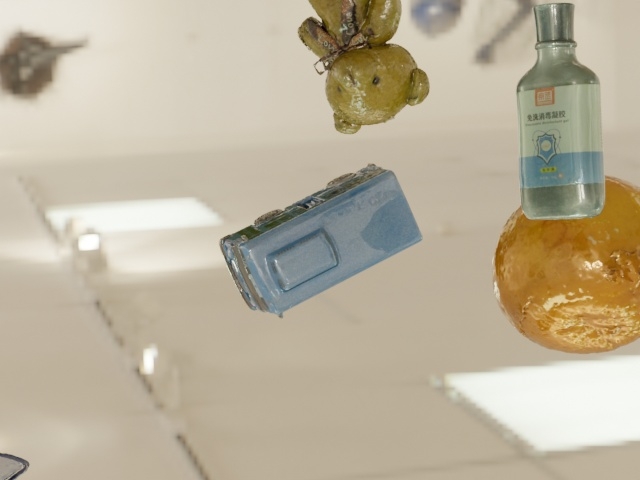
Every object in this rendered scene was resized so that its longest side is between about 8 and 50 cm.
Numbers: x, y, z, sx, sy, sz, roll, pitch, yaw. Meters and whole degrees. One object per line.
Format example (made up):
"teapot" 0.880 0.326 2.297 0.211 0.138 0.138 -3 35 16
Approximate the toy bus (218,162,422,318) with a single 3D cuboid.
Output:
"toy bus" 0.000 0.000 2.204 0.234 0.116 0.133 -27 -167 -11

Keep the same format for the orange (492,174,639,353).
"orange" 0.303 0.027 1.956 0.219 0.193 0.219 3 163 1

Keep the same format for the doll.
"doll" 0.029 -0.222 1.878 0.137 0.209 0.097 -19 -168 32

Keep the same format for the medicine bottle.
"medicine bottle" 0.231 -0.124 1.675 0.090 0.209 0.053 -3 180 43

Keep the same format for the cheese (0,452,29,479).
"cheese" -0.375 0.184 1.532 0.155 0.062 0.244 -36 135 29
